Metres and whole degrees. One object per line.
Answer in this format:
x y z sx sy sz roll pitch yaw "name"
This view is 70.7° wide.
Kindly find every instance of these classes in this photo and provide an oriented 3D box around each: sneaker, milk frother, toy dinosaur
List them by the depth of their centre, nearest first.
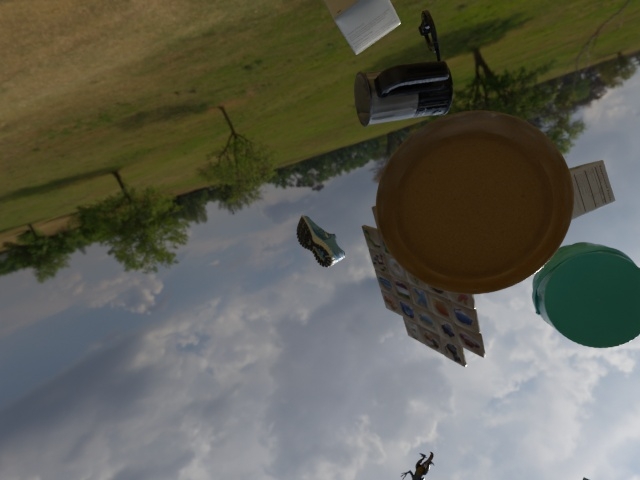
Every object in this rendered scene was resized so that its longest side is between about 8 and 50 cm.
0.123 -0.265 0.697 0.135 0.143 0.129 -11 159 -10 "milk frother"
0.213 0.501 0.955 0.090 0.082 0.047 16 -174 -45 "toy dinosaur"
0.000 0.000 1.112 0.073 0.162 0.063 -13 143 -38 "sneaker"

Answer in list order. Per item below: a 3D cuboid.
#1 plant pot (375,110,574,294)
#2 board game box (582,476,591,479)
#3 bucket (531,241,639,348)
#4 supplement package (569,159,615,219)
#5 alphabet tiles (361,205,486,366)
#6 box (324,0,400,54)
0.189 -0.049 0.579 0.236 0.236 0.032 -16 166 19 "plant pot"
0.709 0.737 1.013 0.291 0.141 0.232 15 -139 42 "board game box"
0.705 0.140 1.182 0.281 0.281 0.183 -16 177 20 "bucket"
0.565 -0.106 1.042 0.179 0.105 0.105 -19 -179 -24 "supplement package"
0.203 0.094 0.925 0.011 0.342 0.285 -30 -154 -24 "alphabet tiles"
0.076 -0.428 0.838 0.102 0.087 0.101 -30 -132 19 "box"
